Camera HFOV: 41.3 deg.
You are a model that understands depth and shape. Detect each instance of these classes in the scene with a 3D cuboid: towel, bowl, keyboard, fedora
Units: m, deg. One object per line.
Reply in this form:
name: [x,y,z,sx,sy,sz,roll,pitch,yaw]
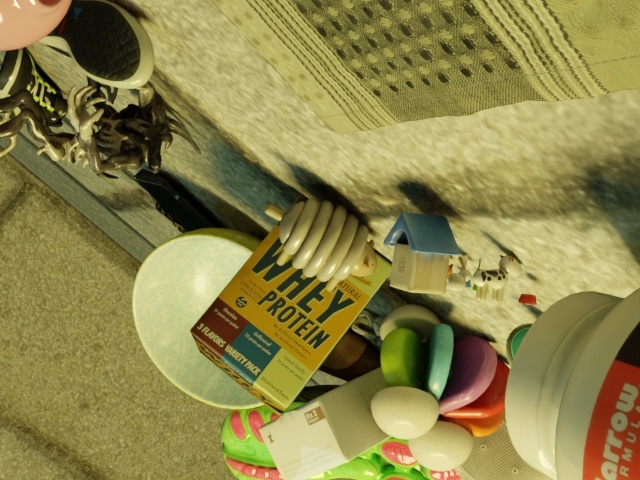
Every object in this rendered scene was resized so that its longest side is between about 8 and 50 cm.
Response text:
towel: [-0.009,-0.183,0.407,0.324,0.056,0.312,46,162,-22]
bowl: [-0.132,0.100,1.330,0.289,0.289,0.156,37,-151,3]
keyboard: [-0.202,-0.014,1.482,0.201,0.033,0.317,15,153,53]
fedora: [0.259,0.292,1.096,0.275,0.124,0.244,34,167,17]

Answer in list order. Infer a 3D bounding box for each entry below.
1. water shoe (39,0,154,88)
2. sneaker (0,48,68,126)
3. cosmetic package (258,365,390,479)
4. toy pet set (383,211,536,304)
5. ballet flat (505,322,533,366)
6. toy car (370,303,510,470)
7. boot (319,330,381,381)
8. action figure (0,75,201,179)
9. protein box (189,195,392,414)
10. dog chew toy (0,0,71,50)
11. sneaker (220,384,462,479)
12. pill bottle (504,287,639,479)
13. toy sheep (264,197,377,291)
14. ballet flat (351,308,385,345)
water shoe: [-0.216,-0.201,0.854,0.203,0.073,0.080,34,-172,34]
sneaker: [-0.435,-0.233,1.314,0.097,0.084,0.234,15,170,-8]
cosmetic package: [0.050,0.212,1.045,0.117,0.231,0.086,-35,78,40]
toy pet set: [0.114,0.012,0.738,0.114,0.065,0.122,6,-178,-22]
ballet flat: [0.250,0.142,0.766,0.188,0.070,0.070,38,167,17]
toy car: [0.146,0.160,0.967,0.136,0.159,0.182,-20,129,32]
boot: [0.054,0.233,1.501,0.207,0.090,0.248,41,163,-5]
action figure: [-0.272,-0.142,0.955,0.164,0.275,0.141,-122,33,-47]
protein box: [-0.037,0.086,1.015,0.136,0.200,0.201,37,166,5]
dog chew toy: [-0.343,-0.253,0.726,0.331,0.207,0.207,21,161,26]
sneaker: [0.087,0.303,1.344,0.482,0.185,0.202,6,-165,15]
pill bottle: [0.249,0.119,0.423,0.181,0.181,0.323,46,164,-30]
toy sheep: [0.000,0.000,0.881,0.132,0.091,0.091,25,169,-9]
ballet flat: [0.078,0.121,1.189,0.114,0.041,0.041,19,157,51]
